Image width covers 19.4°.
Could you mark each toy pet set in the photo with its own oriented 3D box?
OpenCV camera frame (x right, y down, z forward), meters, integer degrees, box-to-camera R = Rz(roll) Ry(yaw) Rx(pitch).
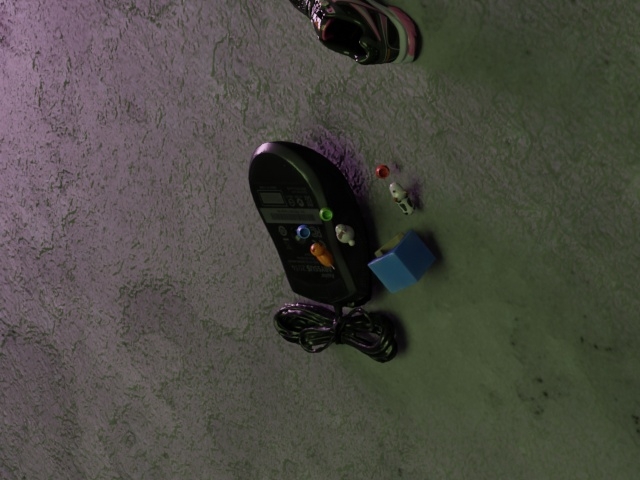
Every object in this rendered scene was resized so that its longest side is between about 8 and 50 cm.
[{"bbox_3d":[0.057,0.001,1.994,0.114,0.122,0.065,51,-176,-12],"label":"toy pet set"}]

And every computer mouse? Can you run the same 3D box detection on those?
[{"bbox_3d":[0.000,0.000,2.105,0.188,0.072,0.272,9,125,44],"label":"computer mouse"}]

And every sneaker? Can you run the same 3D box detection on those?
[{"bbox_3d":[0.018,-0.238,1.965,0.178,0.077,0.072,33,127,36],"label":"sneaker"}]
